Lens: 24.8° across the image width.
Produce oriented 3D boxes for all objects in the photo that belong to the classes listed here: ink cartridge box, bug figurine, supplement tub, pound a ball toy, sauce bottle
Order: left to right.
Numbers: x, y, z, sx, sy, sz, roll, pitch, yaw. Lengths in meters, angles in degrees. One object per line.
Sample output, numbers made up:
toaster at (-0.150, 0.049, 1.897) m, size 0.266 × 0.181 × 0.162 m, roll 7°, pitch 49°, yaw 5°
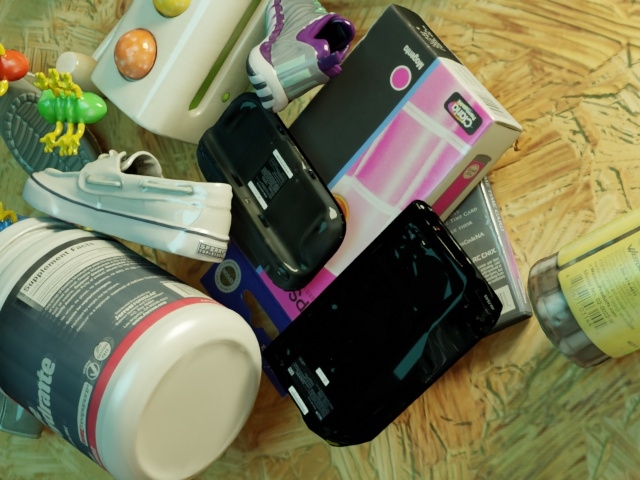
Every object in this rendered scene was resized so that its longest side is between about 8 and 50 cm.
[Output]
bug figurine at (-0.319, -0.096, 1.611) m, size 0.216 × 0.072 × 0.279 m, roll 11°, pitch 111°, yaw 33°
supplement tub at (-0.209, 0.104, 1.419) m, size 0.272 × 0.191 × 0.191 m, roll 28°, pitch 99°, yaw 36°
pound a ball toy at (-0.163, -0.256, 1.566) m, size 0.208 × 0.135 × 0.319 m, roll 43°, pitch 107°, yaw 32°
ink cartridge box at (0.016, -0.033, 1.422) m, size 0.371 × 0.069 × 0.176 m, roll -51°, pitch 58°, yaw 21°
sauce bottle at (0.337, -0.006, 1.185) m, size 0.344 × 0.111 × 0.111 m, roll -28°, pitch 67°, yaw 30°

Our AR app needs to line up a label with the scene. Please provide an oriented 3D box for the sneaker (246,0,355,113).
sneaker at (-0.003, -0.198, 1.432) m, size 0.098 × 0.083 × 0.224 m, roll -19°, pitch 28°, yaw 19°

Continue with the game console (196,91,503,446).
game console at (0.000, 0.000, 1.363) m, size 0.213 × 0.044 × 0.361 m, roll -45°, pitch 61°, yaw 20°

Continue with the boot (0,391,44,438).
boot at (-0.314, 0.121, 1.652) m, size 0.189 × 0.076 × 0.209 m, roll 6°, pitch 79°, yaw 50°

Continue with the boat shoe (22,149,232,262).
boat shoe at (-0.192, -0.048, 1.445) m, size 0.267 × 0.096 × 0.088 m, roll 16°, pitch 93°, yaw 43°

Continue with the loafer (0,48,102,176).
loafer at (-0.334, -0.155, 1.703) m, size 0.251 × 0.087 × 0.094 m, roll 46°, pitch 118°, yaw 13°

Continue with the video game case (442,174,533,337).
video game case at (0.081, -0.017, 1.423) m, size 0.196 × 0.026 × 0.274 m, roll -27°, pitch 67°, yaw 29°
